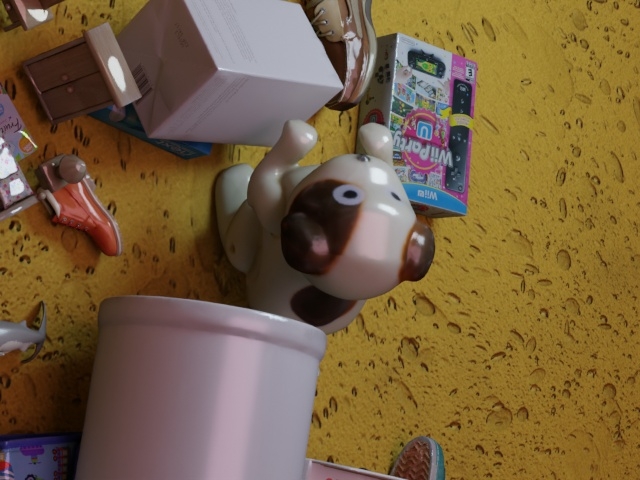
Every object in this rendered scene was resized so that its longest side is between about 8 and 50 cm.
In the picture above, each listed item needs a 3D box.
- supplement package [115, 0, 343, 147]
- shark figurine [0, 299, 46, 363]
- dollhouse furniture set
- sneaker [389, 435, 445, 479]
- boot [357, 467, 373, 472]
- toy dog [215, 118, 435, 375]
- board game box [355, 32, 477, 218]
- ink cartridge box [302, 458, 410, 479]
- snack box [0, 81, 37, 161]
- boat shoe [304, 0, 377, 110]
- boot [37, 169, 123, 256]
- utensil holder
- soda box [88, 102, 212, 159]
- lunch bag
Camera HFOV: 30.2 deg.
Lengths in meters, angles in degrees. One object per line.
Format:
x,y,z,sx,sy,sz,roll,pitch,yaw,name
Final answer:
-0.142,-0.266,1.835,0.293,0.175,0.177,-1,58,-51,supplement package
-0.469,0.112,1.624,0.278,0.166,0.116,-4,80,-41,shark figurine
-0.441,-0.183,1.594,0.355,0.174,0.303,-36,109,-44,dollhouse furniture set
0.191,0.510,2.184,0.121,0.108,0.302,11,88,-40,sneaker
0.031,0.502,2.075,0.198,0.077,0.137,-31,112,-23,boot
0.000,0.000,1.815,0.285,0.408,0.395,16,75,-16,toy dog
0.180,-0.209,2.226,0.224,0.098,0.303,12,80,-38,board game box
-0.021,0.402,1.842,0.207,0.354,0.119,22,73,-39,ink cartridge box
-0.484,-0.168,1.704,0.100,0.037,0.141,-38,111,-36,snack box
0.022,-0.390,2.103,0.120,0.123,0.323,13,71,-33,boat shoe
-0.362,-0.032,1.789,0.085,0.059,0.157,-37,102,-32,boot
-0.176,0.298,1.653,0.328,0.328,0.385,19,72,-38,utensil holder
-0.268,-0.198,1.865,0.210,0.071,0.067,23,72,-37,soda box
-0.382,0.389,1.714,0.293,0.138,0.220,7,81,-52,lunch bag
